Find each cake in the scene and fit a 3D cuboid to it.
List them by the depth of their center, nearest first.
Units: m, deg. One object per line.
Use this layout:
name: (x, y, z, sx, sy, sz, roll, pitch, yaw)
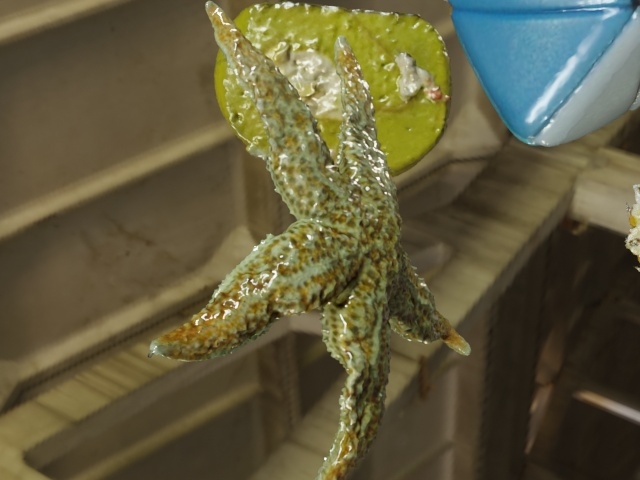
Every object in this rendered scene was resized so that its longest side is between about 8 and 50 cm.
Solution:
cake: (0.012, -0.159, 1.253, 0.156, 0.261, 0.179, 84, -170, -86)

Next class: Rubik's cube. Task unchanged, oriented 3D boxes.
Rubik's cube: (0.144, -0.212, 0.525, 0.254, 0.254, 0.254, -41, -37, -42)

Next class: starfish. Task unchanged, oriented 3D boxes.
starfish: (0.001, -0.002, 0.802, 0.347, 0.078, 0.357, -46, -65, -46)

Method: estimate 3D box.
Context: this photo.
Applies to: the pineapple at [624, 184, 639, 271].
pineapple: (0.479, -0.019, 1.403, 0.047, 0.221, 0.221, 21, -89, -52)
